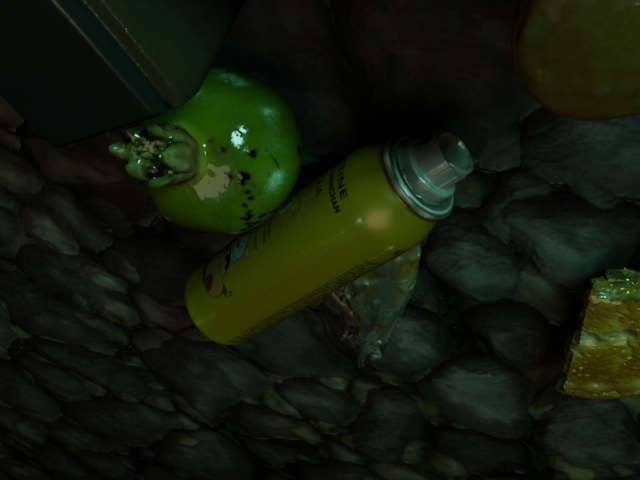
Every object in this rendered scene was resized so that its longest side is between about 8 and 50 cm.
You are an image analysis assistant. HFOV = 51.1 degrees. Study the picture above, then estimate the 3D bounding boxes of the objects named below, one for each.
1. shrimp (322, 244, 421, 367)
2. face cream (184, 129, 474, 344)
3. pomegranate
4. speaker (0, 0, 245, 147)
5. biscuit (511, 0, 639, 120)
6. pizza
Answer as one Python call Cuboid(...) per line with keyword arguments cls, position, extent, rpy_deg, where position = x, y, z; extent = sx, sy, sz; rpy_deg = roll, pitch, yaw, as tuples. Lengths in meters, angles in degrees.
Cuboid(cls="shrimp", position=(0.031, 0.049, 0.799), extent=(0.164, 0.062, 0.317), rpy_deg=(14, 136, 14))
Cuboid(cls="face cream", position=(0.000, 0.000, 0.660), extent=(0.105, 0.105, 0.349), rpy_deg=(39, 133, -22))
Cuboid(cls="pomegranate", position=(-0.104, -0.079, 0.606), extent=(0.159, 0.205, 0.159), rpy_deg=(3, 98, 21))
Cuboid(cls="speaker", position=(-0.190, -0.213, 0.495), extent=(0.153, 0.192, 0.231), rpy_deg=(-11, 136, 30))
Cuboid(cls="biscuit", position=(0.127, -0.231, 0.226), extent=(0.394, 0.076, 0.368), rpy_deg=(31, 133, -17))
Cuboid(cls="pizza", position=(0.348, 0.092, 0.716), extent=(0.197, 0.058, 0.292), rpy_deg=(34, 137, -15))
